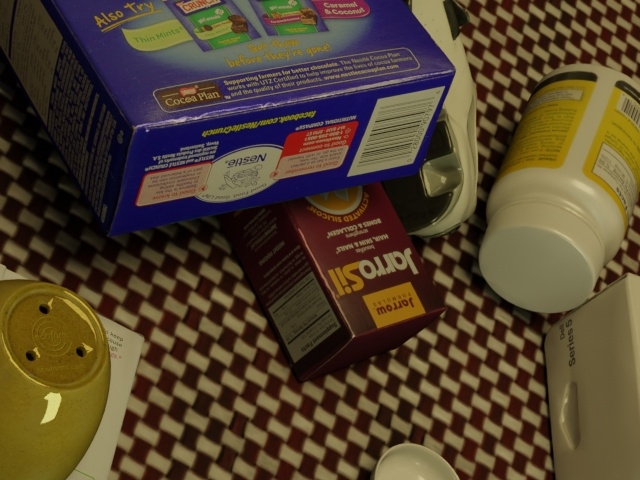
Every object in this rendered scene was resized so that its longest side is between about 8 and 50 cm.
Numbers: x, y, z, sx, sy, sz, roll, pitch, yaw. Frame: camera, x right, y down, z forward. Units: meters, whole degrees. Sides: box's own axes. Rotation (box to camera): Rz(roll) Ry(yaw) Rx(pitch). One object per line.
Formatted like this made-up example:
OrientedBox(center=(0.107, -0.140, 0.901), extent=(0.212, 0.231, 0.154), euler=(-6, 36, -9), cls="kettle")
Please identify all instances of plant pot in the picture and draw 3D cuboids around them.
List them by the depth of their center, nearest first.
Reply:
OrientedBox(center=(-0.175, 0.075, 1.126), extent=(0.134, 0.095, 0.134), euler=(18, 54, -27), cls="plant pot")

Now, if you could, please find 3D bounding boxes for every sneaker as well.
OrientedBox(center=(0.061, -0.160, 1.596), extent=(0.146, 0.122, 0.330), euler=(9, 71, -67), cls="sneaker")

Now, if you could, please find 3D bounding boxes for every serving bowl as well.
OrientedBox(center=(0.069, 0.195, 1.442), extent=(0.083, 0.027, 0.083), euler=(18, 53, -25), cls="serving bowl")

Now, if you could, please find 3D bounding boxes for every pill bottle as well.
OrientedBox(center=(0.209, -0.045, 1.637), extent=(0.119, 0.119, 0.208), euler=(37, 47, -11), cls="pill bottle")

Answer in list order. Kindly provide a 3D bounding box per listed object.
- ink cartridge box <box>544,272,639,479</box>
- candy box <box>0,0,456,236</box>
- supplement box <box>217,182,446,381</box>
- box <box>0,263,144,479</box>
OrientedBox(center=(0.332, 0.166, 1.590), extent=(0.273, 0.115, 0.198), euler=(17, 53, -26), cls="ink cartridge box")
OrientedBox(center=(-0.098, -0.172, 1.425), extent=(0.268, 0.122, 0.317), euler=(-12, 54, -30), cls="candy box")
OrientedBox(center=(0.000, 0.000, 1.483), extent=(0.104, 0.081, 0.188), euler=(-15, 72, -40), cls="supplement box")
OrientedBox(center=(-0.267, 0.118, 1.183), extent=(0.262, 0.127, 0.231), euler=(26, 49, -19), cls="box")
